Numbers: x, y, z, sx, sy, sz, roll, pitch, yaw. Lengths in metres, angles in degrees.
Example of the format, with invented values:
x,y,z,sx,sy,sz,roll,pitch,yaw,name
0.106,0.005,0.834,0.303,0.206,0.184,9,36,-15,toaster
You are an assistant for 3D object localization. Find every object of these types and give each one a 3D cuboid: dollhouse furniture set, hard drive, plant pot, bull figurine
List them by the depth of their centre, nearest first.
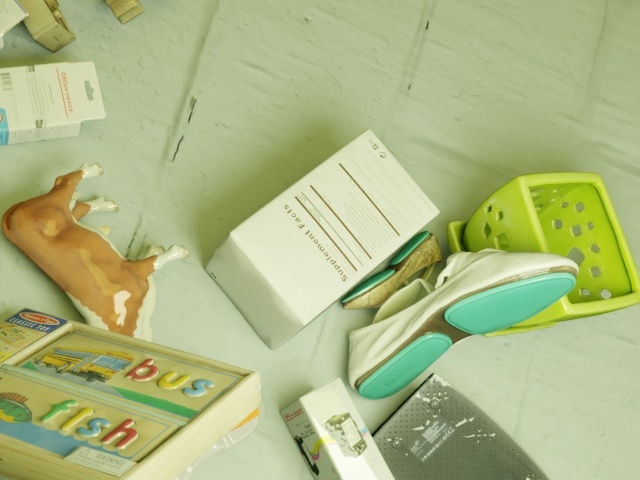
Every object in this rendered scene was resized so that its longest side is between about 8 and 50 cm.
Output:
x,y,z,sx,sy,sz,roll,pitch,yaw,name
-0.315,0.038,1.576,0.310,0.101,0.188,46,60,-2,bull figurine
0.207,0.333,1.636,0.255,0.054,0.172,43,92,-8,hard drive
-0.363,-0.429,1.662,0.242,0.212,0.161,-31,85,2,dollhouse furniture set
0.342,0.032,1.718,0.227,0.207,0.228,-5,73,-42,plant pot

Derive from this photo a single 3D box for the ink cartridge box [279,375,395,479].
x,y,z,sx,sy,sz,roll,pitch,yaw,name
0.022,0.301,1.584,0.072,0.127,0.175,-25,81,-22,ink cartridge box

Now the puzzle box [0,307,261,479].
x,y,z,sx,sy,sz,roll,pitch,yaw,name
-0.313,0.199,1.351,0.272,0.409,0.052,-36,130,-52,puzzle box

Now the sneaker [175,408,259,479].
x,y,z,sx,sy,sz,roll,pitch,yaw,name
-0.240,0.293,1.457,0.321,0.180,0.124,-15,78,-45,sneaker

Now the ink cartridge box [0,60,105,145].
x,y,z,sx,sy,sz,roll,pitch,yaw,name
-0.427,-0.208,1.642,0.180,0.060,0.104,-9,74,-21,ink cartridge box

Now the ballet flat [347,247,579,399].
x,y,z,sx,sy,sz,roll,pitch,yaw,name
0.187,0.094,1.597,0.139,0.400,0.139,38,32,-29,ballet flat

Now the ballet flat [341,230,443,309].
x,y,z,sx,sy,sz,roll,pitch,yaw,name
0.124,0.065,1.735,0.206,0.073,0.067,-38,101,-22,ballet flat

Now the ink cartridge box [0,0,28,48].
x,y,z,sx,sy,sz,roll,pitch,yaw,name
-0.576,-0.345,1.616,0.208,0.045,0.206,-39,86,-6,ink cartridge box

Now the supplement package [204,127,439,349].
x,y,z,sx,sy,sz,roll,pitch,yaw,name
0.000,0.000,1.651,0.293,0.177,0.175,-38,87,-25,supplement package
